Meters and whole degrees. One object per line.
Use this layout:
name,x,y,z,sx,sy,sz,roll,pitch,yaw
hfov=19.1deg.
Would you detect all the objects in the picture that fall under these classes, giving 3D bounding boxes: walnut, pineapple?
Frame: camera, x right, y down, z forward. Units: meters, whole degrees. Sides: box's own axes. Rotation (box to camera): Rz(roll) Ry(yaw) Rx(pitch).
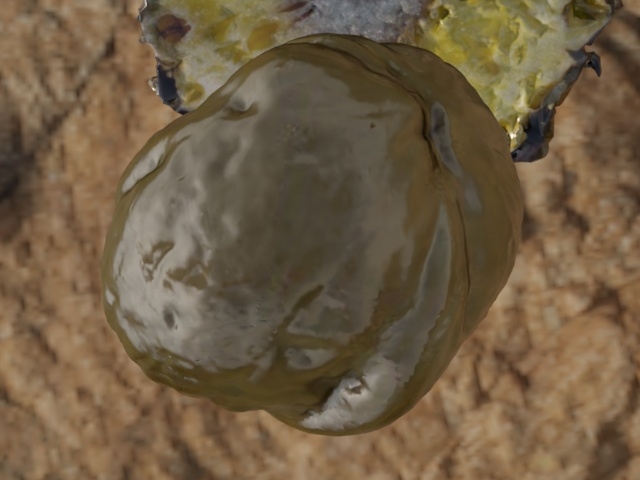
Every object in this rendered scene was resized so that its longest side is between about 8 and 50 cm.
walnut,0.000,0.000,0.713,0.166,0.166,0.149,-41,64,34
pineapple,0.031,-0.183,1.046,0.262,0.271,0.262,1,119,2
